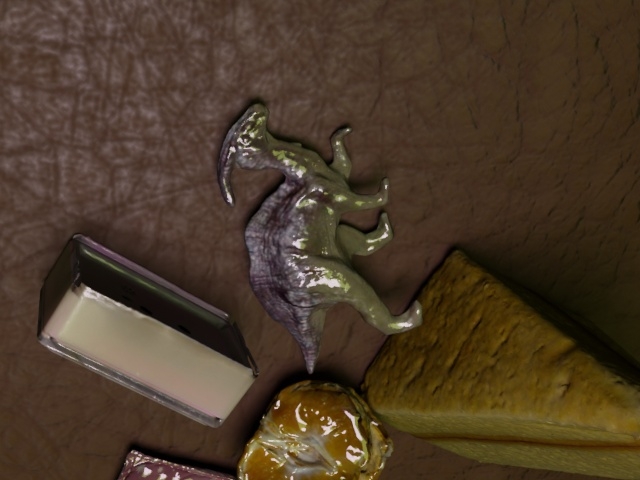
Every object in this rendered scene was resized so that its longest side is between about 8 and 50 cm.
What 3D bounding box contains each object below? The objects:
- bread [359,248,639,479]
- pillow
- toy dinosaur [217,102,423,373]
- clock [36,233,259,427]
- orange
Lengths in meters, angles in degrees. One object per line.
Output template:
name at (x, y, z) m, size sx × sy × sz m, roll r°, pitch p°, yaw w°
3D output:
bread at (0.228, 0.193, 0.816) m, size 0.233 × 0.361 × 0.244 m, roll 28°, pitch 100°, yaw -24°
pillow at (-0.150, 0.297, 0.932) m, size 0.185 × 0.043 × 0.118 m, roll 21°, pitch 108°, yaw -18°
toy dinosaur at (-0.001, -0.003, 0.836) m, size 0.162 × 0.077 × 0.294 m, roll -17°, pitch 100°, yaw -4°
clock at (-0.165, 0.083, 0.783) m, size 0.192 × 0.147 × 0.071 m, roll 32°, pitch 96°, yaw -24°
orange at (-0.008, 0.233, 0.902) m, size 0.170 × 0.112 × 0.160 m, roll -9°, pitch 83°, yaw -5°
